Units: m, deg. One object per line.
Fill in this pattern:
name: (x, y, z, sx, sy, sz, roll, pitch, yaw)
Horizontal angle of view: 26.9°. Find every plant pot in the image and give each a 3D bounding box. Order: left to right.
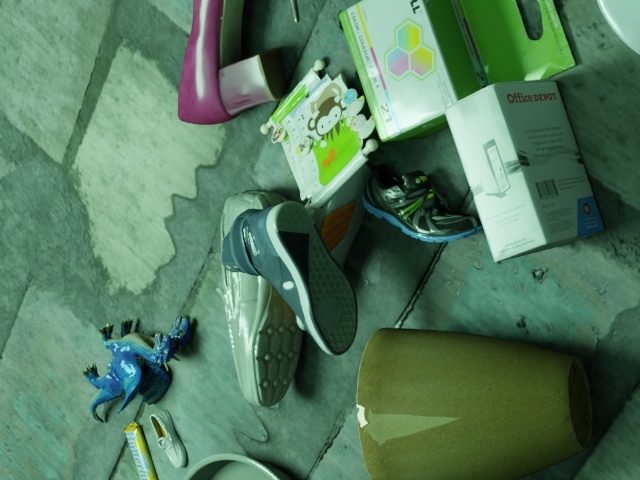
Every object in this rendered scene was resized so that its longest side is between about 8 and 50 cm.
plant pot: (0.207, 0.216, 1.701, 0.254, 0.237, 0.237, -9, 92, 25)

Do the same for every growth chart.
growth chart: (0.000, -0.150, 1.860, 0.172, 0.021, 0.237, -52, 39, 23)

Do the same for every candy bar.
candy bar: (-0.294, 0.382, 2.234, 0.040, 0.018, 0.161, -23, 84, 38)

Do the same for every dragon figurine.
dragon figurine: (-0.306, 0.226, 2.175, 0.144, 0.085, 0.289, 40, 118, 27)

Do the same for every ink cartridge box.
ink cartridge box: (0.171, -0.260, 1.719, 0.255, 0.097, 0.188, -23, 82, 39)
ink cartridge box: (0.252, -0.088, 1.649, 0.086, 0.148, 0.203, -23, 82, 40)

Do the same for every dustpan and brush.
dustpan and brush: (0.357, -0.329, 1.596, 0.211, 0.060, 0.147, 39, 123, 20)

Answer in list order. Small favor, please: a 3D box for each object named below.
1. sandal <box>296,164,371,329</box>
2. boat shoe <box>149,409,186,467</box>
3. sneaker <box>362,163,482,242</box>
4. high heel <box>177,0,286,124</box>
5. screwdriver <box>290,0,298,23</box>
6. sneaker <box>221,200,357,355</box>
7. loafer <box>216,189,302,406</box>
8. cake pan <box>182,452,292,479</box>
sandal: (-0.007, 0.003, 1.896, 0.076, 0.102, 0.265, 30, 116, 28)
boat shoe: (-0.252, 0.326, 2.180, 0.035, 0.035, 0.100, -27, 80, 37)
sneaker: (0.133, -0.051, 1.799, 0.188, 0.067, 0.078, 28, 119, 35)
high heel: (-0.183, -0.359, 1.955, 0.181, 0.127, 0.377, -12, 93, 28)
screwdriver: (-0.048, -0.397, 1.923, 0.025, 0.024, 0.169, -16, 93, 10)
sneaker: (-0.046, 0.054, 1.838, 0.163, 0.086, 0.226, -7, 110, 52)
loafer: (-0.096, 0.085, 1.982, 0.111, 0.112, 0.319, 0, 89, 43)
cake pan: (-0.109, 0.469, 2.078, 0.293, 0.054, 0.293, 7, 101, 38)
